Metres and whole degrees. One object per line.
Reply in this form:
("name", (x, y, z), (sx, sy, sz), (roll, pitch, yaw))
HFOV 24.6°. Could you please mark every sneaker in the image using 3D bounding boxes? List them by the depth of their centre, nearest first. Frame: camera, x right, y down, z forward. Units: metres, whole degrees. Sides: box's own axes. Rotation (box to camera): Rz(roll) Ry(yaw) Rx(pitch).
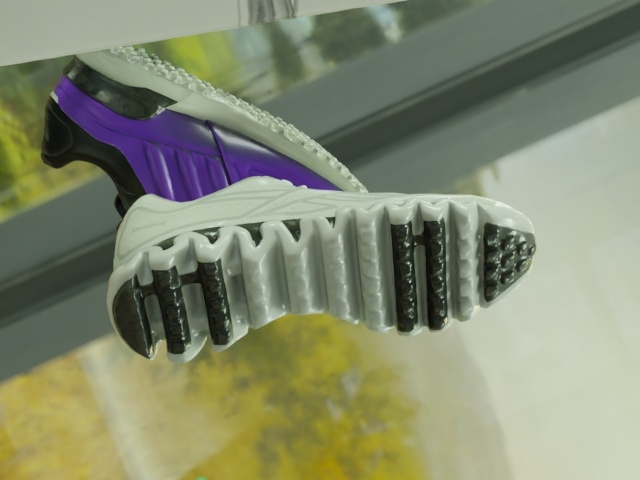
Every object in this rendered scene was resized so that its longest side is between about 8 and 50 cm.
("sneaker", (0.000, 0.000, 0.996), (0.118, 0.292, 0.110), (-105, -167, -54))
("sneaker", (-0.099, -0.050, 1.218), (0.293, 0.146, 0.102), (27, 8, -18))

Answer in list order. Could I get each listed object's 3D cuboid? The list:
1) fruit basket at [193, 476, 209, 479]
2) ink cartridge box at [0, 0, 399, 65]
("fruit basket", (-0.178, 0.372, 1.103), (0.392, 0.392, 0.283), (66, 16, 2))
("ink cartridge box", (-0.016, -0.187, 0.625), (0.207, 0.283, 0.117), (-102, -177, -56))
